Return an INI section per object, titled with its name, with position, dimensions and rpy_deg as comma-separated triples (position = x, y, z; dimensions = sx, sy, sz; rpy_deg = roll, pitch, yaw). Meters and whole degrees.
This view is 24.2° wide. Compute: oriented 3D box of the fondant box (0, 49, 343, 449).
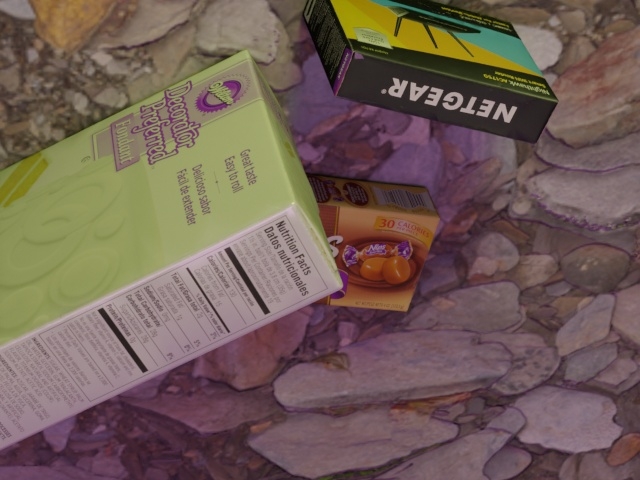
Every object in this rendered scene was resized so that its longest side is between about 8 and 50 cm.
[fondant box]
position = -0.167, 0.008, 1.169
dimensions = 0.330, 0.238, 0.096
rpy_deg = -25, 126, 5

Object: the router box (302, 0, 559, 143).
[router box]
position = 0.085, -0.145, 1.185
dimensions = 0.179, 0.133, 0.046
rpy_deg = 11, 123, -21

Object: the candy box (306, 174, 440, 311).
[candy box]
position = 0.000, 0.000, 1.322
dimensions = 0.187, 0.053, 0.109
rpy_deg = 6, 124, -19
